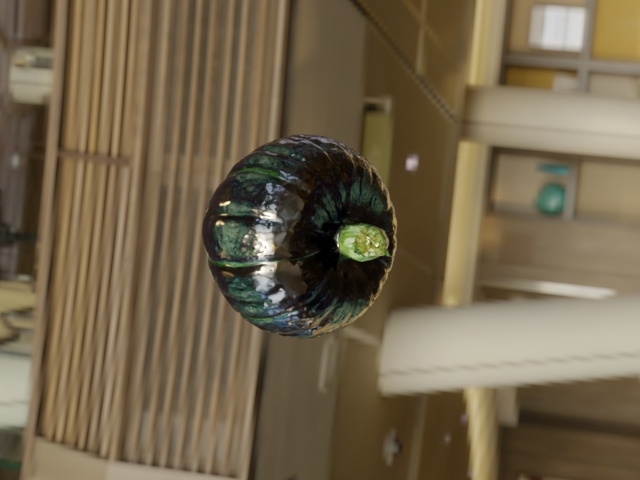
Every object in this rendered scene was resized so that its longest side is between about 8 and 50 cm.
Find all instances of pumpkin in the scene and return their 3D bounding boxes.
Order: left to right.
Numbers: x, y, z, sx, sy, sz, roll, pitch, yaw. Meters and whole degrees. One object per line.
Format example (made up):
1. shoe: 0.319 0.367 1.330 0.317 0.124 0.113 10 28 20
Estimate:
1. pumpkin: 0.000 0.000 1.748 0.248 0.248 0.248 6 -90 -77
